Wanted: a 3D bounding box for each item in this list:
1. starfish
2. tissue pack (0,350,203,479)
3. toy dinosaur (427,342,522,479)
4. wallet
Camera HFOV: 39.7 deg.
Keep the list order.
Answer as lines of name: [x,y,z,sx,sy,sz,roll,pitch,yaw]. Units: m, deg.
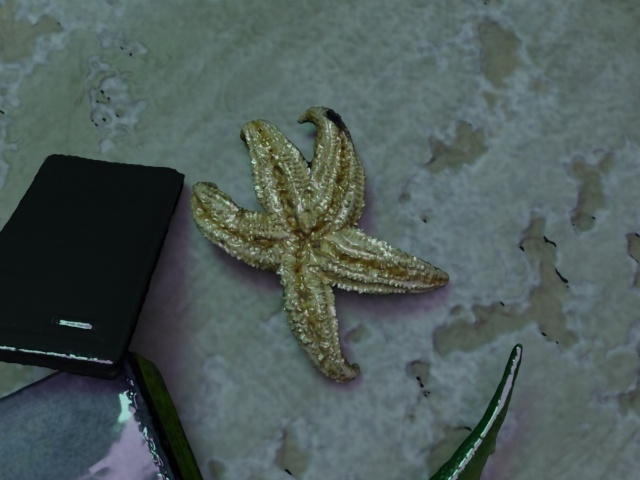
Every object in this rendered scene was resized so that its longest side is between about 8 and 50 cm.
starfish: [0.000,0.000,0.743,0.216,0.071,0.238,-4,83,1]
tissue pack: [-0.176,0.308,0.594,0.288,0.124,0.394,-25,72,-1]
toy dinosaur: [-0.006,0.269,0.681,0.301,0.087,0.447,13,73,16]
wallet: [-0.184,0.005,0.670,0.124,0.025,0.244,8,36,-1]
